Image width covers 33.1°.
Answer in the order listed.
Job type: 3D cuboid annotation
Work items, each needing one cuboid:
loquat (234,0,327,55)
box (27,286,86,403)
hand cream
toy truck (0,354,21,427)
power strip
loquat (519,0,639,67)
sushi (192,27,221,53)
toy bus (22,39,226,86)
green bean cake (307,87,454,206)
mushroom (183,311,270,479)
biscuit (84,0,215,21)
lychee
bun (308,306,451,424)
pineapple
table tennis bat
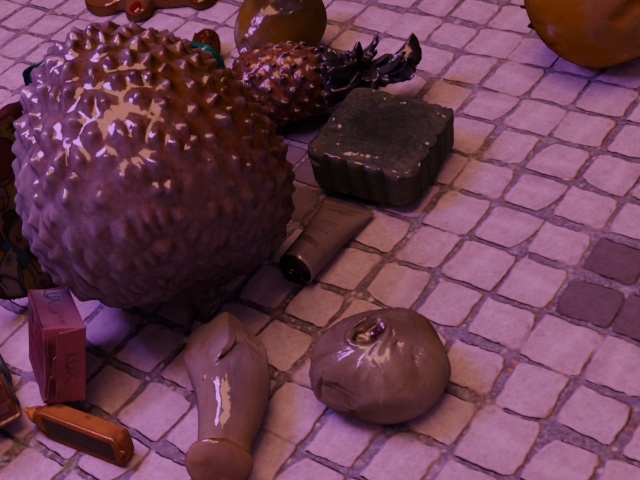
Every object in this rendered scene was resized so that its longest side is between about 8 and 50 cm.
[{"bbox_3d":[-0.076,-0.387,1.940,0.152,0.152,0.195,23,47,34],"label":"loquat"},{"bbox_3d":[-0.351,0.137,1.430,0.060,0.111,0.156,-2,22,-22],"label":"box"},{"bbox_3d":[0.000,0.000,1.565,0.087,0.054,0.186,15,42,24],"label":"hand cream"},{"bbox_3d":[-0.532,0.120,1.470,0.133,0.184,0.338,-27,42,-15],"label":"toy truck"},{"bbox_3d":[-0.311,0.241,1.378,0.178,0.049,0.028,13,42,27],"label":"power strip"},{"bbox_3d":[0.440,-0.390,1.747,0.243,0.244,0.244,-8,42,7],"label":"loquat"},{"bbox_3d":[-0.218,-0.352,2.006,0.060,0.061,0.118,-30,29,34],"label":"sushi"},{"bbox_3d":[-0.306,-0.245,1.801,0.343,0.184,0.199,17,51,36],"label":"toy bus"},{"bbox_3d":[0.098,-0.143,1.659,0.185,0.094,0.183,14,48,27],"label":"green bean cake"},{"bbox_3d":[-0.116,0.190,1.350,0.108,0.096,0.247,8,43,-14],"label":"mushroom"},{"bbox_3d":[-0.349,-0.524,2.242,0.301,0.049,0.197,-5,40,11],"label":"biscuit"},{"bbox_3d":[-0.228,-0.091,1.456,0.380,0.432,0.380,-18,-1,0],"label":"lychee"},{"bbox_3d":[0.070,0.143,1.333,0.173,0.113,0.167,-22,42,-13],"label":"bun"},{"bbox_3d":[0.017,-0.275,1.790,0.309,0.141,0.170,-10,-3,9],"label":"pineapple"},{"bbox_3d":[-0.403,-0.109,1.586,0.051,0.268,0.415,14,72,40],"label":"table tennis bat"}]
